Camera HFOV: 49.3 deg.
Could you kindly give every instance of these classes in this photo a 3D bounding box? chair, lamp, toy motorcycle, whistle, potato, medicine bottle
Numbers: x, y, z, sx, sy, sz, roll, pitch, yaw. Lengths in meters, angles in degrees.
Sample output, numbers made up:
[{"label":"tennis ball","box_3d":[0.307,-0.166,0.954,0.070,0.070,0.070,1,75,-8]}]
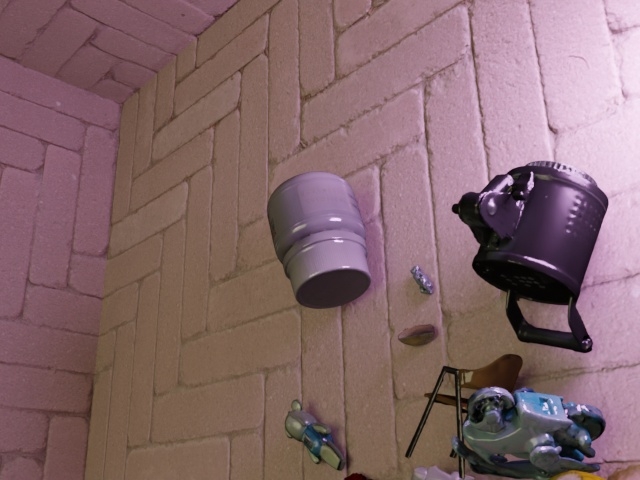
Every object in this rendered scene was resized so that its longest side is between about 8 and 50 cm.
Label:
[{"label":"chair","box_3d":[0.304,0.340,1.412,0.172,0.158,0.247,4,80,47]},{"label":"lamp","box_3d":[0.432,-0.009,1.345,0.272,0.374,0.205,-48,26,-22]},{"label":"toy motorcycle","box_3d":[0.367,0.351,1.251,0.154,0.260,0.206,-89,12,-53]},{"label":"whistle","box_3d":[-0.012,0.508,1.795,0.235,0.077,0.114,31,109,45]},{"label":"toy motorcycle","box_3d":[0.257,0.500,1.414,0.228,0.151,0.074,-15,45,55]},{"label":"potato","box_3d":[0.233,0.224,1.643,0.093,0.036,0.037,-16,26,27]},{"label":"medicine bottle","box_3d":[0.000,0.000,1.830,0.245,0.245,0.306,-41,49,33]}]

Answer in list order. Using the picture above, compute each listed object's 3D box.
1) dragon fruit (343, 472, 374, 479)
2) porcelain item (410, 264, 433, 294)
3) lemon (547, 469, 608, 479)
[{"label":"dragon fruit","box_3d":[0.113,0.659,1.516,0.343,0.282,0.100,6,123,50]},{"label":"porcelain item","box_3d":[0.245,0.097,1.677,0.083,0.028,0.036,63,141,39]},{"label":"lemon","box_3d":[0.440,0.514,1.129,0.240,0.219,0.240,-48,0,-1]}]
